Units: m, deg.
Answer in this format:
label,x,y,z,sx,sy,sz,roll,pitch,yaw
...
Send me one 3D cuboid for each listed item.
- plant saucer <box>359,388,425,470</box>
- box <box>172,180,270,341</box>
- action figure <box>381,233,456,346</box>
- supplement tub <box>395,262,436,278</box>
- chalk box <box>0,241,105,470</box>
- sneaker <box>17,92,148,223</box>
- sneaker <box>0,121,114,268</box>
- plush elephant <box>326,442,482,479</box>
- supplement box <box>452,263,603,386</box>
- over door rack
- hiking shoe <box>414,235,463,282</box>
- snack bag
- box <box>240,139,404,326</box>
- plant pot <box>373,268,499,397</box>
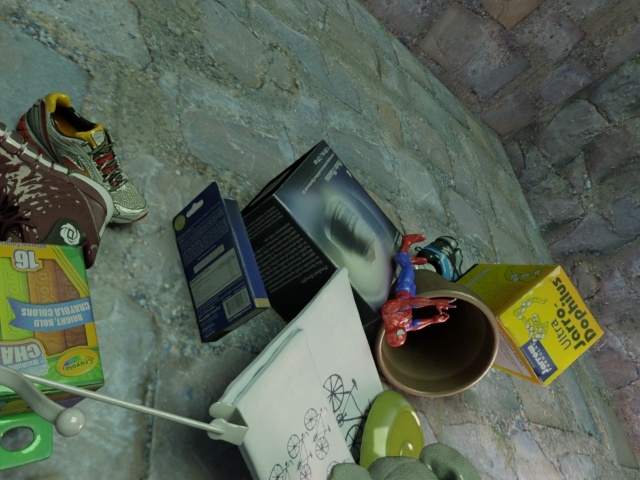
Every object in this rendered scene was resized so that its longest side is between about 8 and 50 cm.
label,x,y,z,sx,sy,sz,roll,pitch,yaw
plant saucer,0.137,0.387,0.922,0.241,0.037,0.241,17,70,-59
box,-0.165,0.031,0.837,0.036,0.136,0.225,5,57,-50
action figure,0.192,0.094,0.964,0.280,0.139,0.091,-60,144,-50
supplement tub,0.257,0.089,1.414,0.107,0.071,0.071,11,53,-49
chalk box,-0.323,0.123,0.546,0.132,0.132,0.213,6,56,-50
sneaker,-0.342,-0.117,0.778,0.225,0.093,0.088,48,33,-14
sneaker,-0.386,-0.045,0.631,0.281,0.106,0.162,28,37,-38
plush elephant,0.074,0.385,0.643,0.272,0.330,0.255,18,58,-35
supplement box,0.457,0.188,1.294,0.194,0.195,0.356,54,-12,-7
over door rack,-0.230,0.244,0.461,0.324,0.239,0.108,27,-2,-37
hiking shoe,0.369,0.143,1.513,0.132,0.113,0.304,-22,85,-27
snack bag,0.011,0.258,0.804,0.342,0.037,0.323,-44,122,-48
box,0.000,0.000,1.049,0.294,0.183,0.296,49,33,-13
plant pot,0.238,0.175,1.179,0.263,0.263,0.229,44,16,-18
